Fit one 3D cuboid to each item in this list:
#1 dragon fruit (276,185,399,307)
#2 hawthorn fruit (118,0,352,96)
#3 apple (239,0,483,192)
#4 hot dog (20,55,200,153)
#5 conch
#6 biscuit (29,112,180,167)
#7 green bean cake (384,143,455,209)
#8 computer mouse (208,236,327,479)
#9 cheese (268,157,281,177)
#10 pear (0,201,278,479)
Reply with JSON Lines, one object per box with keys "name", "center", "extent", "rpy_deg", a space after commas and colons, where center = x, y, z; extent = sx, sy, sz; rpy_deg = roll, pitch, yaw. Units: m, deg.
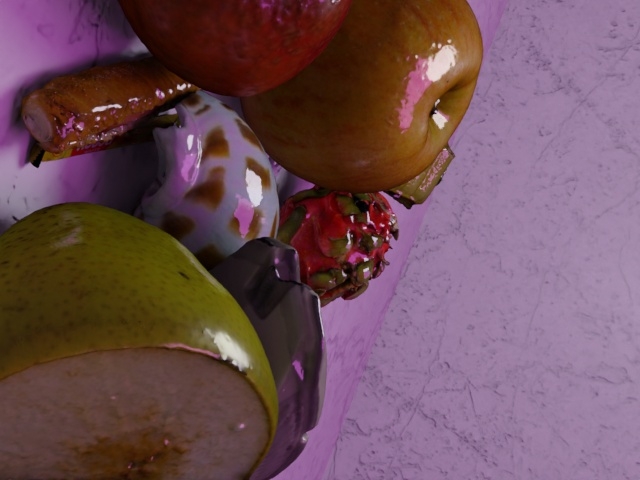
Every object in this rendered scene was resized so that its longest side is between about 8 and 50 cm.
{"name": "dragon fruit", "center": [0.007, 0.010, 1.630], "extent": [0.303, 0.237, 0.231], "rpy_deg": [-36, 177, 2]}
{"name": "hawthorn fruit", "center": [-0.107, -0.300, 0.956], "extent": [0.284, 0.285, 0.369], "rpy_deg": [-62, -177, -22]}
{"name": "apple", "center": [0.072, -0.261, 1.320], "extent": [0.400, 0.333, 0.400], "rpy_deg": [-26, 128, -38]}
{"name": "hot dog", "center": [-0.231, -0.170, 0.983], "extent": [0.083, 0.068, 0.289], "rpy_deg": [63, 32, -9]}
{"name": "conch", "center": [-0.155, -0.033, 1.154], "extent": [0.368, 0.197, 0.249], "rpy_deg": [130, -20, -68]}
{"name": "biscuit", "center": [-0.256, -0.132, 1.046], "extent": [0.048, 0.026, 0.292], "rpy_deg": [-56, 169, 24]}
{"name": "green bean cake", "center": [0.108, -0.239, 1.705], "extent": [0.310, 0.285, 0.202], "rpy_deg": [23, 107, -49]}
{"name": "computer mouse", "center": [-0.092, 0.181, 1.068], "extent": [0.145, 0.228, 0.429], "rpy_deg": [0, 136, -35]}
{"name": "cheese", "center": [-0.125, -0.039, 1.470], "extent": [0.163, 0.071, 0.249], "rpy_deg": [93, 24, -45]}
{"name": "pear", "center": [-0.222, 0.082, 0.871], "extent": [0.342, 0.318, 0.238], "rpy_deg": [12, 120, -31]}
